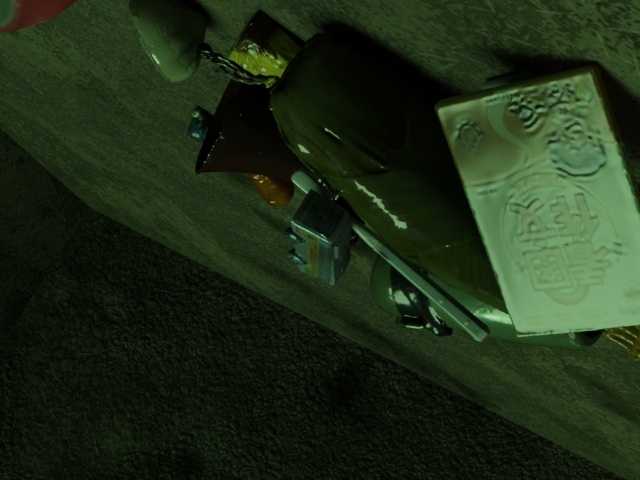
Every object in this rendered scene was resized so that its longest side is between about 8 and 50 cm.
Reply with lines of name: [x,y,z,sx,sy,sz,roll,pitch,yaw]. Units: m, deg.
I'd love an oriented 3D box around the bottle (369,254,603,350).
bottle: [0.235,0.060,2.130,0.347,0.168,0.168,4,155,34]

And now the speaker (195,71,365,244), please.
speaker: [-0.001,-0.124,2.139,0.330,0.198,0.259,24,-179,-4]

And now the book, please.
book: [0.259,-0.036,1.639,0.208,0.020,0.295,-10,107,40]

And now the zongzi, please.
zongzi: [0.074,-0.104,1.827,0.447,0.181,0.418,38,-170,-26]

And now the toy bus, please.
toy bus: [0.000,0.000,1.966,0.075,0.064,0.190,30,164,10]

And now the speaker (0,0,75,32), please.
speaker: [-0.394,-0.395,1.744,0.294,0.294,0.294,30,169,6]

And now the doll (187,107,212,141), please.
doll: [-0.197,-0.193,2.676,0.083,0.050,0.076,31,174,20]

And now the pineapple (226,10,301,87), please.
pineapple: [-0.070,-0.263,2.018,0.137,0.069,0.116,15,157,27]

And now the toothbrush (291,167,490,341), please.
toothbrush: [0.094,0.020,1.977,0.342,0.025,0.030,41,-167,-6]

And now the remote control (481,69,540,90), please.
remote control: [0.228,-0.171,1.708,0.053,0.018,0.124,33,169,-14]

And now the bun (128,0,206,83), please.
bun: [-0.208,-0.301,2.133,0.138,0.094,0.138,60,-172,-13]

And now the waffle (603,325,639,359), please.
waffle: [0.533,0.154,2.230,0.282,0.058,0.301,32,168,-8]

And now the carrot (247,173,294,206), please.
carrot: [-0.112,-0.136,2.703,0.061,0.061,0.256,23,162,35]
